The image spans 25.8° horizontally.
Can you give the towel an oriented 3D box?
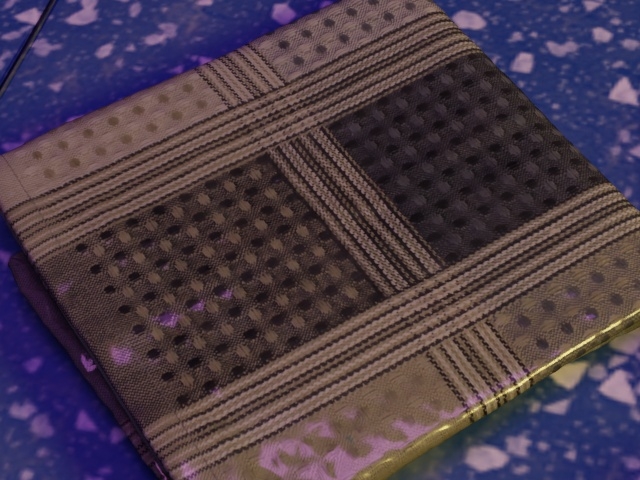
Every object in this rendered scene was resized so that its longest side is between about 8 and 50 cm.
[{"bbox_3d":[0.000,0.000,0.810,0.324,0.056,0.312,-26,57,-18],"label":"towel"}]
